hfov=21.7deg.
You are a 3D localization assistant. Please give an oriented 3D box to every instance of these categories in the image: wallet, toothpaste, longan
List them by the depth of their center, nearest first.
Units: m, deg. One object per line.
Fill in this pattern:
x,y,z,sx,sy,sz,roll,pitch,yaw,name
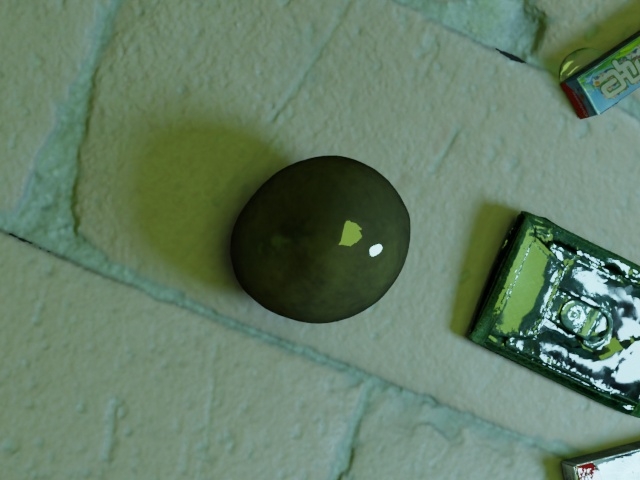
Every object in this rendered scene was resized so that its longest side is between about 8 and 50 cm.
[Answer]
0.000,0.000,1.694,0.187,0.167,0.167,-17,92,1,longan
0.292,0.084,1.843,0.236,0.055,0.160,25,85,-16,wallet
0.359,-0.217,1.888,0.193,0.044,0.070,-34,98,-18,toothpaste

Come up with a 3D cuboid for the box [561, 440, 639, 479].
0.375,0.250,1.864,0.218,0.039,0.055,-12,92,-19,box
